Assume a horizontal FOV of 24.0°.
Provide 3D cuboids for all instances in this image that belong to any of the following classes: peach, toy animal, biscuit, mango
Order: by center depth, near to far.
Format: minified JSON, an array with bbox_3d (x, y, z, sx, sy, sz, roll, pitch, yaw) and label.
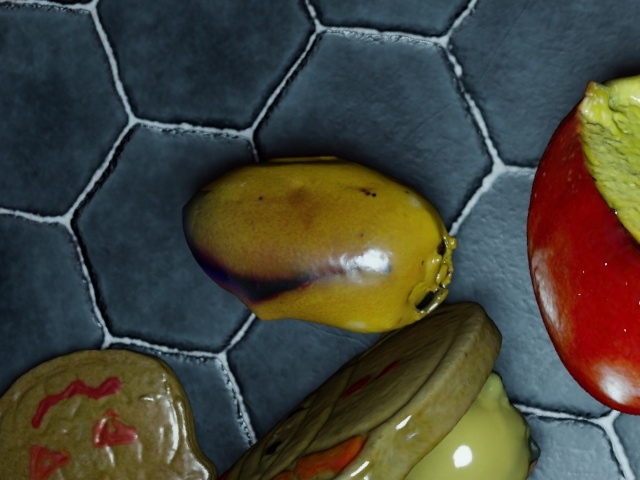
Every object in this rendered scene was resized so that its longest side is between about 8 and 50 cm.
[{"bbox_3d":[0.333,-0.004,1.429,0.281,0.281,0.338,-3,88,19],"label":"peach"},{"bbox_3d":[0.016,0.198,1.508,0.381,0.359,0.074,-32,99,31],"label":"biscuit"},{"bbox_3d":[0.125,0.262,1.546,0.195,0.169,0.281,35,99,50],"label":"toy animal"},{"bbox_3d":[0.000,0.000,1.579,0.287,0.152,0.201,8,65,18],"label":"mango"},{"bbox_3d":[-0.264,0.256,1.738,0.273,0.049,0.257,-27,81,18],"label":"biscuit"}]
